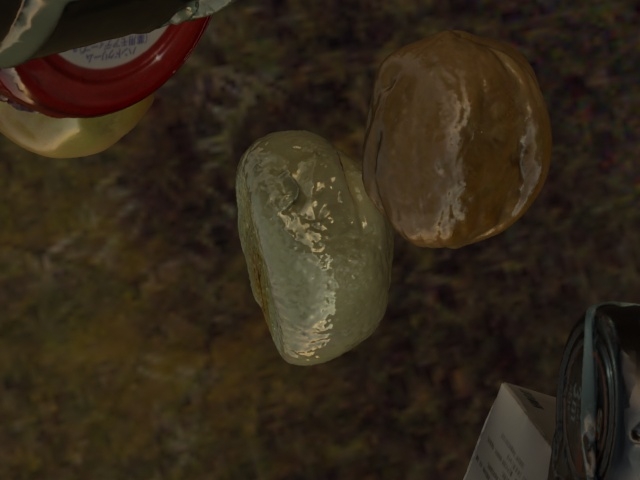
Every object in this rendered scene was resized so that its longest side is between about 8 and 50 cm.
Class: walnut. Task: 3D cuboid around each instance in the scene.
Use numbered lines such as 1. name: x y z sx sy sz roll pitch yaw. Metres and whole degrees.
1. walnut: 0.102 -0.074 1.310 0.149 0.166 0.166 5 109 27

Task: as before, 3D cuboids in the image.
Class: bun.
1. bun: 0.000 0.000 1.760 0.244 0.153 0.244 164 90 -78

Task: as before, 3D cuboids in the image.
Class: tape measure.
1. tape measure: 0.253 0.141 1.422 0.181 0.107 0.182 -128 42 -73

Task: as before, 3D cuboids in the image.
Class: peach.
1. peach: -0.231 -0.165 1.609 0.184 0.184 0.184 32 128 52

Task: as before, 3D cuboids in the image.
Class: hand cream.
1. hand cream: -0.188 -0.206 1.239 0.149 0.230 0.230 23 122 42

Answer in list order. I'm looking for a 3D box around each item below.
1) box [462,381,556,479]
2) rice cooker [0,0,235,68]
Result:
1. box: 0.265 0.271 1.708 0.333 0.173 0.145 -123 53 -73
2. rice cooker: -0.168 -0.238 0.802 0.335 0.325 0.335 37 136 46
